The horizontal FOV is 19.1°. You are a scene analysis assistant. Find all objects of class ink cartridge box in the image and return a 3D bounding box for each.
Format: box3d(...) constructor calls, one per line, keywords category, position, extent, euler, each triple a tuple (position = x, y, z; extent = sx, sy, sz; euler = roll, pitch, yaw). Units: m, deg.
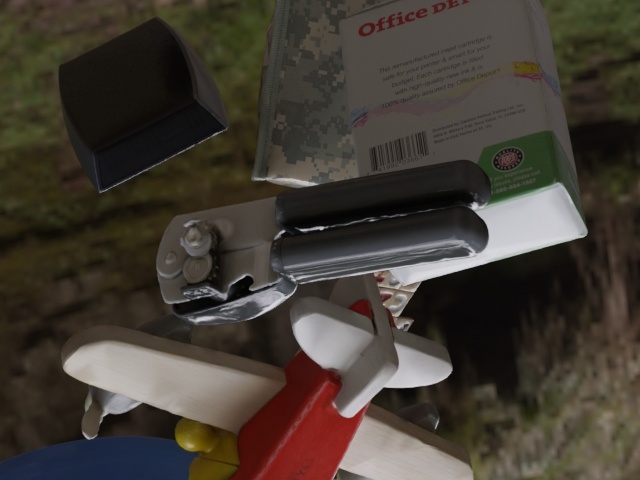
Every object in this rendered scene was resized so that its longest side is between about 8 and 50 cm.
box3d(category="ink cartridge box", position=(0.107, -0.091, 1.466), extent=(0.154, 0.093, 0.212), euler=(-17, -122, 16))

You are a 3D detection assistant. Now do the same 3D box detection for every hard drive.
box3d(category="hard drive", position=(-0.204, -0.158, 2.086), extent=(0.172, 0.054, 0.254), euler=(-27, -148, -1))

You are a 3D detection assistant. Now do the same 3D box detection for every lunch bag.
box3d(category="lunch bag", position=(0.069, -0.181, 1.729), extent=(0.235, 0.287, 0.169), euler=(9, -172, 0))

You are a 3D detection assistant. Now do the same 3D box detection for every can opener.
box3d(category="can opener", position=(0.000, 0.000, 1.391), extent=(0.280, 0.093, 0.074), euler=(-12, -118, 32))

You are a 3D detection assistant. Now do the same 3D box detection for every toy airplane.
box3d(category="toy airplane", position=(-0.049, 0.183, 1.961), extent=(0.384, 0.386, 0.272), euler=(-23, -149, -12))

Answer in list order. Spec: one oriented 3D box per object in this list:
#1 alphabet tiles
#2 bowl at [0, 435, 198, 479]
box3d(category="alphabet tiles", position=(0.045, 0.124, 2.421), extent=(0.009, 0.237, 0.198), euler=(42, -163, 32))
box3d(category="bowl", position=(-0.284, 0.367, 2.254), extent=(0.391, 0.391, 0.077), euler=(-14, -124, -7))
